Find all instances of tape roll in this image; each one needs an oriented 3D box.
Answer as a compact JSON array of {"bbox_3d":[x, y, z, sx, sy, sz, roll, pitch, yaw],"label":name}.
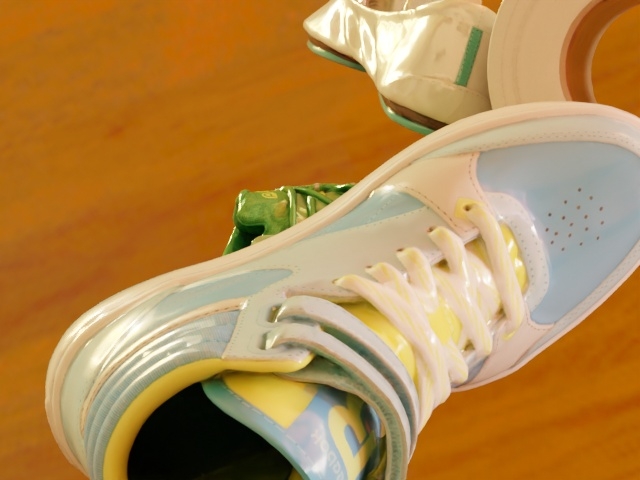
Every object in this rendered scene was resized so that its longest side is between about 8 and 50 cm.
[{"bbox_3d":[0.264,-0.133,1.427,0.246,0.169,0.246,1,93,15],"label":"tape roll"}]

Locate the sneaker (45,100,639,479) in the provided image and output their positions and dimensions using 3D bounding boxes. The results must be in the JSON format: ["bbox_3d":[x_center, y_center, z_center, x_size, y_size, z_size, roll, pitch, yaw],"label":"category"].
[{"bbox_3d":[0.037,0.047,0.789,0.319,0.208,0.127,-28,105,-4],"label":"sneaker"}]

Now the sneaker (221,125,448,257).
[{"bbox_3d":[0.000,0.000,1.303,0.295,0.109,0.123,-37,94,-12],"label":"sneaker"}]

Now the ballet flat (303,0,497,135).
[{"bbox_3d":[0.084,-0.188,1.610,0.139,0.400,0.139,-3,106,-11],"label":"ballet flat"}]
